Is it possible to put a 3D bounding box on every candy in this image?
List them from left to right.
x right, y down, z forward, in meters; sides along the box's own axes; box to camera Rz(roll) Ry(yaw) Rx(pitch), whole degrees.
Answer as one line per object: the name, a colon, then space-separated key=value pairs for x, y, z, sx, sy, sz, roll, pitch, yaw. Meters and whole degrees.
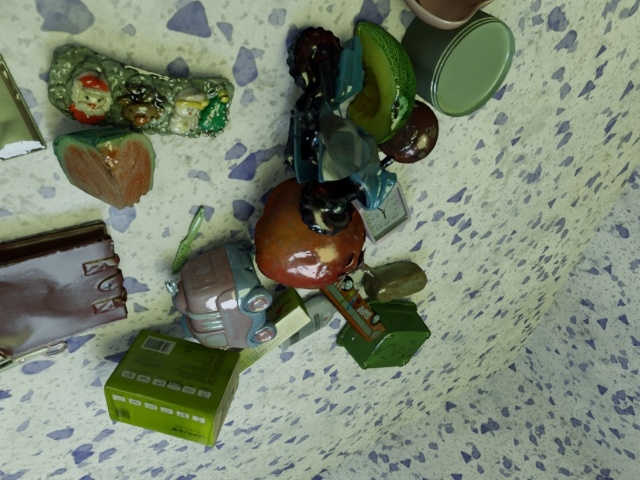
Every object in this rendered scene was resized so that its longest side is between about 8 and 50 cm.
candy: x=0.263 y=0.143 z=1.661 sx=0.234 sy=0.104 sz=0.102 roll=-14 pitch=131 yaw=-29

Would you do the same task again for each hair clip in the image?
hair clip: x=-0.294 y=-0.238 z=0.832 sx=0.321 sy=0.091 sz=0.138 roll=-2 pitch=132 yaw=-36

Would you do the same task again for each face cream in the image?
face cream: x=-0.023 y=0.247 z=1.556 sx=0.291 sy=0.071 sz=0.144 roll=-27 pitch=140 yaw=-21

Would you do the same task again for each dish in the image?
dish: x=0.258 y=-0.524 z=0.961 sx=0.213 sy=0.213 sz=0.090 roll=-37 pitch=175 yaw=-2

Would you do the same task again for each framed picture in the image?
framed picture: x=-0.577 y=-0.179 z=0.728 sx=0.231 sy=0.010 sz=0.173 roll=-22 pitch=139 yaw=-20

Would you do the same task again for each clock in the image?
clock: x=0.180 y=-0.091 z=1.389 sx=0.150 sy=0.063 sz=0.197 roll=-36 pitch=142 yaw=-3

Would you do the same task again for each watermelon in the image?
watermelon: x=-0.389 y=-0.147 z=0.827 sx=0.146 sy=0.128 sz=0.231 roll=18 pitch=151 yaw=-2

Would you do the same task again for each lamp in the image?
lamp: x=0.220 y=-0.272 z=1.175 sx=0.135 sy=0.157 sz=0.156 roll=-19 pitch=135 yaw=-52

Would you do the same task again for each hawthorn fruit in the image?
hawthorn fruit: x=0.000 y=0.000 z=1.140 sx=0.276 sy=0.307 sz=0.276 roll=25 pitch=90 yaw=-87

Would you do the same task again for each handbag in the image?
handbag: x=-0.555 y=0.100 z=0.979 sx=0.275 sy=0.084 sz=0.260 roll=-15 pitch=134 yaw=-28

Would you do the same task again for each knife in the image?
knife: x=-0.317 y=0.004 z=1.122 sx=0.030 sy=0.014 sz=0.207 roll=2 pitch=127 yaw=-43

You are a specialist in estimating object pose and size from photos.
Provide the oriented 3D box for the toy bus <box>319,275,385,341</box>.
toy bus: x=0.087 y=0.188 z=1.505 sx=0.092 sy=0.093 sz=0.409 roll=-46 pitch=130 yaw=-10

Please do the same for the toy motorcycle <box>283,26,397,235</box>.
toy motorcycle: x=0.047 y=-0.221 z=0.989 sx=0.232 sy=0.172 sz=0.416 roll=-9 pitch=97 yaw=-28

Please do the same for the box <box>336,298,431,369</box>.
box: x=0.258 y=0.366 z=1.821 sx=0.328 sy=0.178 sz=0.253 roll=8 pitch=121 yaw=-44

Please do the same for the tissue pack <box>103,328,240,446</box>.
tissue pack: x=-0.365 y=0.372 z=1.203 sx=0.274 sy=0.200 sz=0.167 roll=14 pitch=128 yaw=3

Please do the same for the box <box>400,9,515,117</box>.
box: x=0.310 y=-0.418 z=1.093 sx=0.226 sy=0.149 sz=0.226 roll=-22 pitch=140 yaw=-20

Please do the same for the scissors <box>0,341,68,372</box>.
scissors: x=-0.682 y=0.268 z=1.087 sx=0.176 sy=0.022 sz=0.085 roll=-25 pitch=142 yaw=-22

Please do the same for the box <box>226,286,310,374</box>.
box: x=-0.158 y=0.258 z=1.377 sx=0.260 sy=0.175 sz=0.062 roll=-39 pitch=106 yaw=0

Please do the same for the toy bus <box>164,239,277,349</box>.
toy bus: x=-0.250 y=0.154 z=1.198 sx=0.231 sy=0.197 sz=0.294 roll=-15 pitch=138 yaw=-13

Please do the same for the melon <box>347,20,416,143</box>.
melon: x=0.155 y=-0.329 z=1.041 sx=0.129 sy=0.169 sz=0.265 roll=-20 pitch=140 yaw=-24
